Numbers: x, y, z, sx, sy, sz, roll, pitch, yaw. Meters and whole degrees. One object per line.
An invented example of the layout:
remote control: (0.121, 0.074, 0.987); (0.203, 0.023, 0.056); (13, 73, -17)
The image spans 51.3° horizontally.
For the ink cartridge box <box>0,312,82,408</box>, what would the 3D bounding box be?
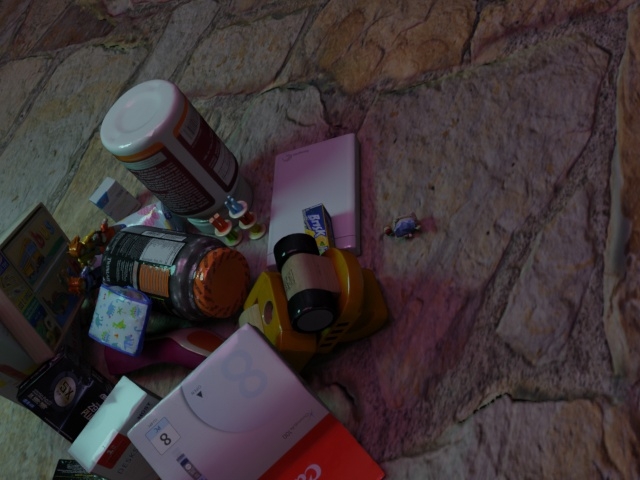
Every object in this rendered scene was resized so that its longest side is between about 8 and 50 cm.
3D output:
ink cartridge box: (-0.769, 0.211, 1.643); (0.161, 0.384, 0.279); (-26, 49, 6)

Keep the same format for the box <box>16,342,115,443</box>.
box: (-0.589, 0.361, 1.565); (0.147, 0.180, 0.077); (-42, 22, -4)

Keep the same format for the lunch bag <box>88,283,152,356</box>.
lunch bag: (-0.439, 0.179, 1.504); (0.151, 0.096, 0.128); (17, 95, 42)

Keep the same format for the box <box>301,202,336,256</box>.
box: (0.000, 0.000, 1.521); (0.054, 0.059, 0.168); (-19, 52, 13)

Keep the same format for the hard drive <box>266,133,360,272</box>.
hard drive: (-0.014, -0.098, 1.667); (0.233, 0.047, 0.352); (-13, 53, 21)

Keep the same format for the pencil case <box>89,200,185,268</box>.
pencil case: (-0.506, -0.006, 1.831); (0.273, 0.113, 0.124); (-26, 87, 10)

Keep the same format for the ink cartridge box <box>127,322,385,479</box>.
ink cartridge box: (-0.120, 0.396, 1.238); (0.308, 0.091, 0.385); (-43, 78, -3)

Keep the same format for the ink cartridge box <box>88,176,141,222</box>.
ink cartridge box: (-0.599, -0.113, 1.948); (0.052, 0.122, 0.088); (22, 70, 42)

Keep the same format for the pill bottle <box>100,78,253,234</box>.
pill bottle: (-0.346, -0.196, 1.687); (0.224, 0.392, 0.224); (-14, 52, 19)

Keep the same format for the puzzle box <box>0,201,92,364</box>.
puzzle box: (-0.704, 0.089, 1.666); (0.052, 0.272, 0.409); (-26, 24, 7)

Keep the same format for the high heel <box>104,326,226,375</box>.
high heel: (-0.351, 0.289, 1.578); (0.378, 0.127, 0.181); (18, 105, 28)

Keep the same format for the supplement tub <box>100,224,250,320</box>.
supplement tub: (-0.351, 0.079, 1.621); (0.338, 0.207, 0.207); (9, 63, 33)

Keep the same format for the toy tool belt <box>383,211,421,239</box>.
toy tool belt: (0.185, -0.027, 1.506); (0.083, 0.052, 0.051); (-28, 41, 10)

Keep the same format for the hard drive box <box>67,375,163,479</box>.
hard drive box: (-0.370, 0.414, 1.381); (0.089, 0.232, 0.181); (23, 72, 38)

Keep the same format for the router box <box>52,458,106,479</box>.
router box: (-0.529, 0.562, 1.488); (0.179, 0.046, 0.133); (-6, 56, 25)

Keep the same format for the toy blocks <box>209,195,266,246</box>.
toy blocks: (-0.225, -0.052, 1.682); (0.123, 0.148, 0.054); (-16, 52, 18)

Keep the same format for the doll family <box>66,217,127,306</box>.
doll family: (-0.584, 0.072, 1.710); (0.119, 0.163, 0.262); (1, 99, 10)

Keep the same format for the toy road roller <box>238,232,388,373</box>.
toy road roller: (-0.010, 0.157, 1.421); (0.329, 0.241, 0.202); (-55, 37, 37)
